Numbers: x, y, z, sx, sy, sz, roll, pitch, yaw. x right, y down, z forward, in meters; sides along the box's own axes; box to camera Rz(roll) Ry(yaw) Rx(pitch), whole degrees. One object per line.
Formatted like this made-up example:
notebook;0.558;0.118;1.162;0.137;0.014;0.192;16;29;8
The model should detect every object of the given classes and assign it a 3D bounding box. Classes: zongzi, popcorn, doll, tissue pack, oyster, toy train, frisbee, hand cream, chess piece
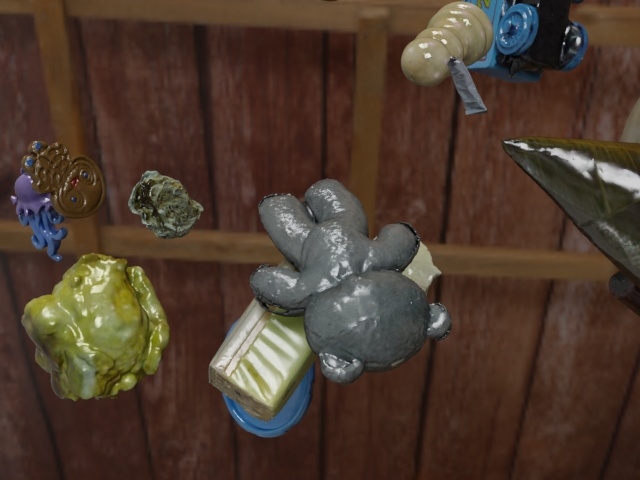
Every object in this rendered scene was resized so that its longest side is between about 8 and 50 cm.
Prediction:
zongzi;0.418;0.039;1.043;0.208;0.432;0.403;-64;29;22
popcorn;-0.475;0.183;2.330;0.312;0.312;0.312;179;90;-88
doll;0.034;0.058;1.502;0.340;0.245;0.158;52;155;44
doll;-0.546;-0.051;2.112;0.067;0.110;0.206;-57;-39;-58
tissue pack;-0.057;0.139;1.605;0.234;0.125;0.159;-54;-6;-18
oyster;-0.292;-0.062;2.048;0.177;0.064;0.125;41;-118;-45
toy train;0.415;-0.471;2.217;0.265;0.188;0.300;13;93;60
frisbee;-0.094;0.243;2.013;0.045;0.242;0.242;3;-96;-50
hand cream;0.188;-0.202;1.402;0.093;0.030;0.019;57;-141;-37
chess piece;0.167;-0.266;1.517;0.170;0.094;0.094;-43;-38;-46

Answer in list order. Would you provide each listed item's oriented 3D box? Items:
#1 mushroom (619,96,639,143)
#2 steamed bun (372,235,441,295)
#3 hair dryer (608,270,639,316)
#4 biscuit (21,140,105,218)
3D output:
mushroom;0.621;-0.111;1.627;0.362;0.294;0.362;-50;32;46
steamed bun;0.165;0.082;2.404;0.225;0.200;0.170;-51;12;40
hair dryer;0.621;0.244;1.938;0.123;0.312;0.340;-14;58;52
biscuit;-0.464;-0.111;1.973;0.175;0.026;0.124;38;-121;-36
